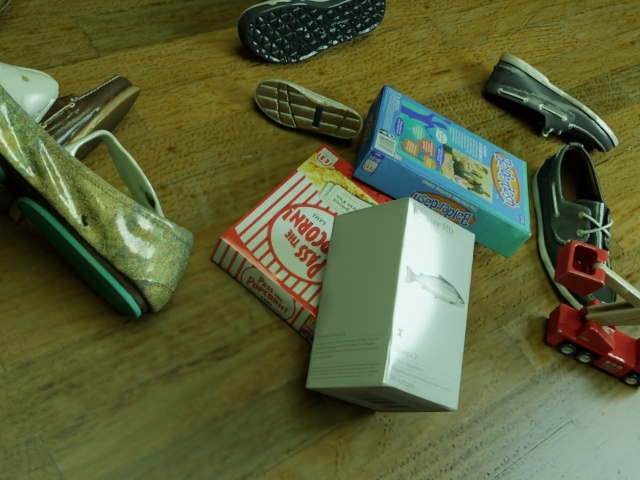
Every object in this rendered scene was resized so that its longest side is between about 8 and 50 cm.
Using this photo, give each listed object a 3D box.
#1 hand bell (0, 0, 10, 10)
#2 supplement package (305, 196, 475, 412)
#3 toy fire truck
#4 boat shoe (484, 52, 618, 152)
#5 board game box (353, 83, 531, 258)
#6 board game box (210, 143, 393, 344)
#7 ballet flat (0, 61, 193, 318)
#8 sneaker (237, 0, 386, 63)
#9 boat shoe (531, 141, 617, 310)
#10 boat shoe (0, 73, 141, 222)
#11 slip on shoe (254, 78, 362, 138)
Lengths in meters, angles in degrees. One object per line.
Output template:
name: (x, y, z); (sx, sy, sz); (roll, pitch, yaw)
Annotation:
hand bell: (-0.347, -0.366, 0.961); (0.126, 0.126, 0.242); (30, 40, -3)
supplement package: (0.070, 0.066, 0.788); (0.105, 0.105, 0.179); (25, 65, -36)
toy fire truck: (0.324, 0.087, 0.911); (0.192, 0.135, 0.047); (26, 52, -5)
boat shoe: (0.321, -0.178, 1.152); (0.206, 0.075, 0.065); (36, 94, -4)
board game box: (0.149, -0.086, 0.978); (0.210, 0.047, 0.160); (27, 37, -9)
board game box: (0.000, 0.000, 0.885); (0.147, 0.045, 0.193); (39, 52, 5)
ballet flat: (-0.244, -0.076, 0.715); (0.348, 0.123, 0.123); (47, 46, -25)
sneaker: (-0.021, -0.295, 1.073); (0.235, 0.084, 0.097); (-20, 44, -34)
boat shoe: (0.322, -0.016, 1.018); (0.084, 0.079, 0.233); (9, 56, -20)
boat shoe: (-0.264, -0.110, 0.825); (0.073, 0.073, 0.207); (38, 51, -3)
slip on shoe: (-0.014, -0.159, 0.993); (0.135, 0.051, 0.041); (15, 13, -4)
